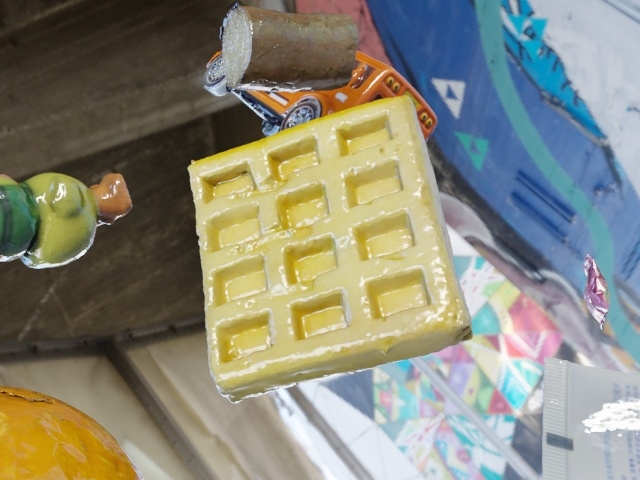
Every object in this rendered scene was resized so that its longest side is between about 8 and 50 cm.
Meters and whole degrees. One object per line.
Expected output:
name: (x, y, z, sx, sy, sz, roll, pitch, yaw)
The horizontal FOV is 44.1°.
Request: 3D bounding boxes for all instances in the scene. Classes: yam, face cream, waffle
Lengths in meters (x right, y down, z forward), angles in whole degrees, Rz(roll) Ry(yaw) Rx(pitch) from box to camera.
yam: (-0.029, -0.183, 0.762, 0.127, 0.084, 0.084, -4, -44, -26)
face cream: (0.463, 0.253, 0.881, 0.137, 0.421, 0.234, 88, -167, -48)
waffle: (0.000, 0.000, 0.700, 0.221, 0.247, 0.055, -17, -29, 13)

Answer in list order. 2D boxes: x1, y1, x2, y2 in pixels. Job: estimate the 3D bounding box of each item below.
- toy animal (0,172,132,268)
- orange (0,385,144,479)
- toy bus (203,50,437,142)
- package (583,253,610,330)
toy animal: (-0.568, -0.039, 1.582, 0.338, 0.191, 0.216, -6, -3, -39)
orange: (-0.219, 0.212, 0.485, 0.246, 0.246, 0.246, -32, -29, -21)
toy bus: (-0.011, -0.181, 0.996, 0.143, 0.329, 0.153, 36, -88, -40)
package: (0.336, 0.064, 0.962, 0.029, 0.083, 0.059, -13, -28, 9)
